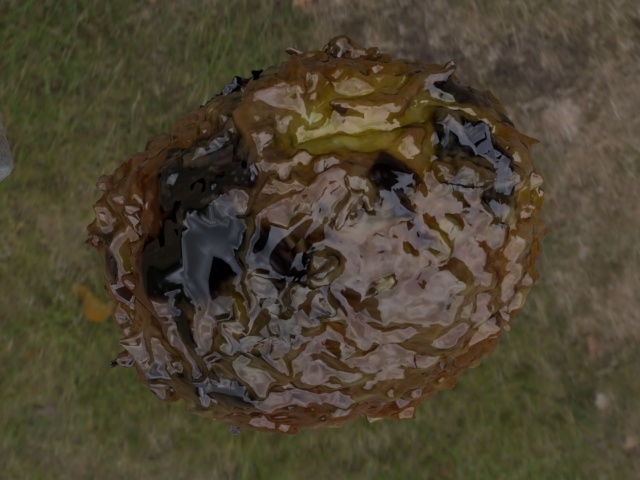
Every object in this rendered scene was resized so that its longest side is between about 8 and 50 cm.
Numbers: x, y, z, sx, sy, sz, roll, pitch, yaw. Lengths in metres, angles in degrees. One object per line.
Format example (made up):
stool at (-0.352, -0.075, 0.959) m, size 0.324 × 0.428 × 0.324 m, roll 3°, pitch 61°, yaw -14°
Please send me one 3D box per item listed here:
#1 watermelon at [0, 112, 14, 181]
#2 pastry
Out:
watermelon at (-0.417, -0.108, 1.340) m, size 0.258 × 0.387 × 0.228 m, roll 20°, pitch 115°, yaw -28°
pastry at (-0.015, 0.007, 1.177) m, size 0.337 × 0.292 × 0.405 m, roll -11°, pitch 159°, yaw -15°
